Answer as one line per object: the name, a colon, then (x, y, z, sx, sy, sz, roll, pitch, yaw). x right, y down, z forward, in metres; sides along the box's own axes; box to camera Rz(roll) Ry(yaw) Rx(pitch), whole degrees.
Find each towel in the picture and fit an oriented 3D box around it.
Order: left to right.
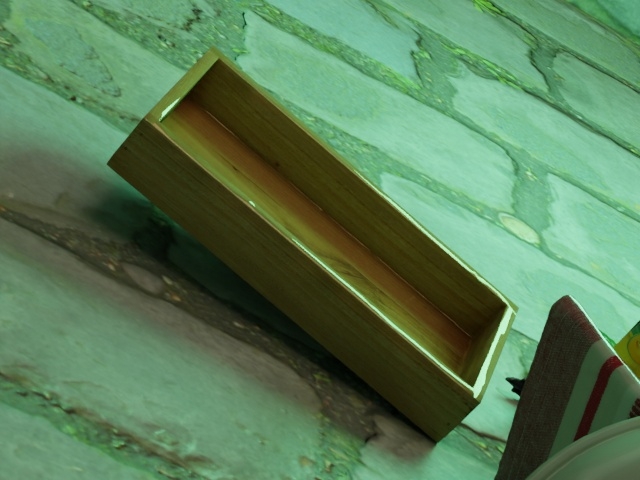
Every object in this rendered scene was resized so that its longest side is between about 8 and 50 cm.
towel: (0.274, 0.236, 1.684, 0.037, 0.237, 0.329, -14, 46, -28)

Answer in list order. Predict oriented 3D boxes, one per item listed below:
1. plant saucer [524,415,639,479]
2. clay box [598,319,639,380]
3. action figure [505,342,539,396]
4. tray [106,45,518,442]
plant saucer: (0.302, 0.302, 1.431, 0.400, 0.400, 0.100, 39, -19, 14)
clay box: (0.338, 0.151, 1.690, 0.127, 0.053, 0.222, 36, 13, -48)
action figure: (0.283, 0.168, 1.944, 0.164, 0.141, 0.275, 15, 29, -12)
tray: (0.000, 0.000, 1.903, 0.411, 0.076, 0.203, 41, 29, -5)
